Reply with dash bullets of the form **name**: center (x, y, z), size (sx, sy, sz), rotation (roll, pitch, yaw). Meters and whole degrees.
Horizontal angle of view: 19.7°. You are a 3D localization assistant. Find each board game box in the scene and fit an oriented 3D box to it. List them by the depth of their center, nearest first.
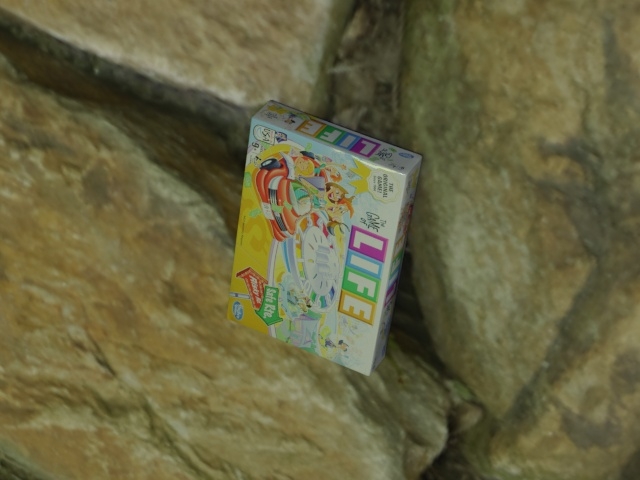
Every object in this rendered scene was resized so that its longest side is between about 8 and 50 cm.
- **board game box**: center (0.000, 0.000, 1.135), size (0.103, 0.026, 0.154), rotation (21, 127, 17)
